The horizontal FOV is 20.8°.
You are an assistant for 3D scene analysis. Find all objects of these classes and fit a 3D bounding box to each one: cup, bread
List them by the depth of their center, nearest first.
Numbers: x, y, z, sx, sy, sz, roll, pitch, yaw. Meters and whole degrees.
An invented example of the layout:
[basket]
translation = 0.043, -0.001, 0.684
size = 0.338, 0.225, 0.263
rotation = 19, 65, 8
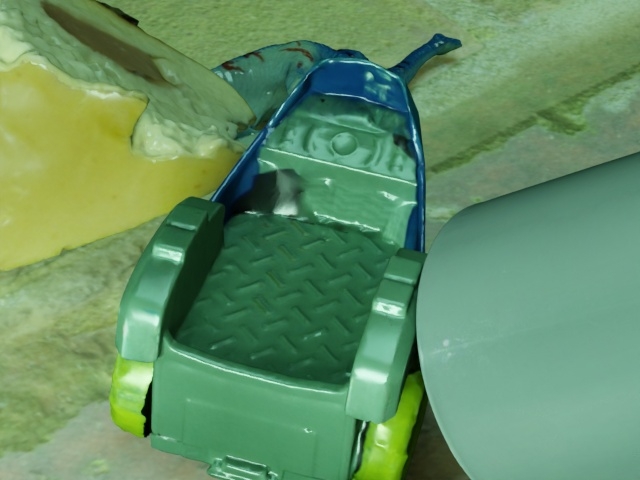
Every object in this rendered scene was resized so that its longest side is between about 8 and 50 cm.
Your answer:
[cup]
translation = 0.233, 0.039, 0.986
size = 0.312, 0.205, 0.205
rotation = -18, 21, 41
[bread]
translation = -0.176, -0.122, 1.237
size = 0.224, 0.211, 0.183
rotation = -14, 29, 4

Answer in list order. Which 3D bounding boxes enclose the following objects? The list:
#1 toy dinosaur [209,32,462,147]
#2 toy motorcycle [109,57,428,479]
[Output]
[toy dinosaur]
translation = -0.010, -0.121, 1.392
size = 0.329, 0.076, 0.144
rotation = -8, 36, -20
[toy motorcycle]
translation = 0.000, 0.000, 1.150
size = 0.191, 0.200, 0.326
rotation = 14, 42, 9
